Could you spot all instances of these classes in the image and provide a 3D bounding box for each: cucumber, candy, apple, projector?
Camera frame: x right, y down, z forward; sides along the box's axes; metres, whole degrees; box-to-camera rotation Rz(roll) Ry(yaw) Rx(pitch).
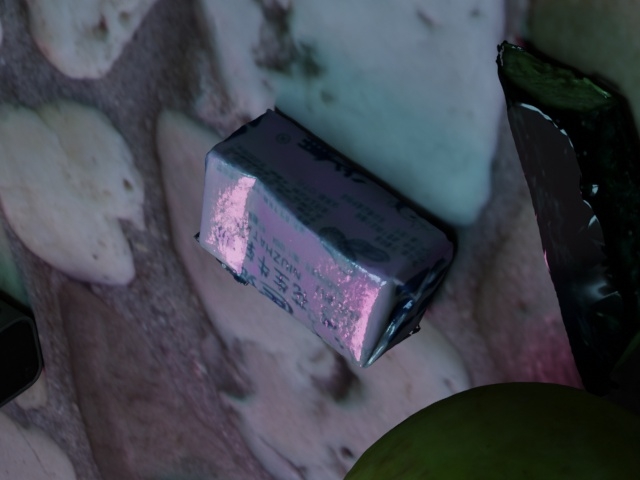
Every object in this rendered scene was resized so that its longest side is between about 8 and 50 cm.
[{"bbox_3d":[0.147,-0.002,0.879,0.070,0.046,0.220,1,122,41],"label":"cucumber"},{"bbox_3d":[0.000,0.000,1.026,0.160,0.073,0.092,37,138,25],"label":"candy"},{"bbox_3d":[0.130,0.194,0.909,0.261,0.194,0.261,33,162,12],"label":"apple"},{"bbox_3d":[-0.309,0.096,1.463,0.082,0.083,0.083,27,137,33],"label":"projector"}]
